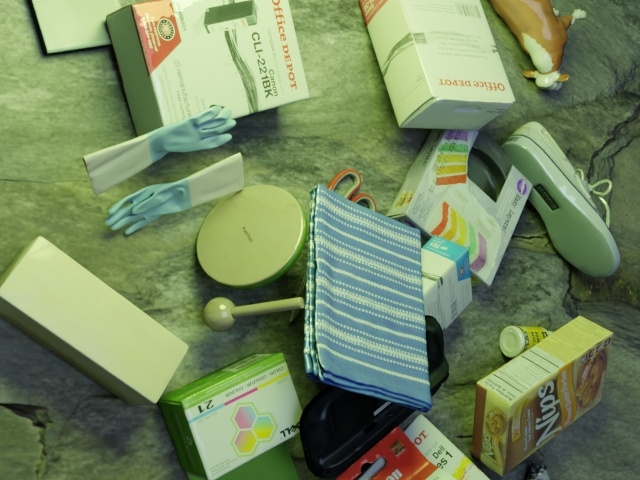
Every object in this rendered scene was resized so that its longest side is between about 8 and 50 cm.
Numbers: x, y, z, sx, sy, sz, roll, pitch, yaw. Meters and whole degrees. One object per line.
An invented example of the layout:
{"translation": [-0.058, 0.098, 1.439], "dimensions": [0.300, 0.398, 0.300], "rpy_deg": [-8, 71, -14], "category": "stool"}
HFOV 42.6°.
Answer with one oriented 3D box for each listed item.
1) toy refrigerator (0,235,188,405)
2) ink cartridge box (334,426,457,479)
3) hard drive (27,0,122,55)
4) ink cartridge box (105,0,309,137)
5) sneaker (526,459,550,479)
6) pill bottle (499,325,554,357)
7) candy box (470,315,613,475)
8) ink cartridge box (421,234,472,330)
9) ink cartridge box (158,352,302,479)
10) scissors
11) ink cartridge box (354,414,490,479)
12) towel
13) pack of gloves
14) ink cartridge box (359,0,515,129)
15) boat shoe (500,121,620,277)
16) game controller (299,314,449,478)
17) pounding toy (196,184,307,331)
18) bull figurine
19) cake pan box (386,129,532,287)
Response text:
{"translation": [-0.333, 0.121, 1.174], "dimensions": [0.269, 0.094, 0.102], "rpy_deg": [41, 58, -22], "category": "toy refrigerator"}
{"translation": [0.141, 0.428, 1.283], "dimensions": [0.189, 0.066, 0.232], "rpy_deg": [-34, 76, -26], "category": "ink cartridge box"}
{"translation": [-0.365, -0.337, 1.248], "dimensions": [0.135, 0.022, 0.094], "rpy_deg": [-18, 94, -33], "category": "hard drive"}
{"translation": [-0.170, -0.287, 1.297], "dimensions": [0.272, 0.114, 0.197], "rpy_deg": [-21, 105, -33], "category": "ink cartridge box"}
{"translation": [0.421, 0.474, 1.641], "dimensions": [0.098, 0.038, 0.069], "rpy_deg": [-4, 85, -42], "category": "sneaker"}
{"translation": [0.423, 0.205, 1.656], "dimensions": [0.116, 0.065, 0.065], "rpy_deg": [5, 82, -32], "category": "pill bottle"}
{"translation": [0.430, 0.295, 1.594], "dimensions": [0.316, 0.087, 0.183], "rpy_deg": [-25, 127, -33], "category": "candy box"}
{"translation": [0.186, 0.106, 1.476], "dimensions": [0.190, 0.082, 0.140], "rpy_deg": [-41, 138, -28], "category": "ink cartridge box"}
{"translation": [-0.114, 0.327, 1.283], "dimensions": [0.188, 0.097, 0.255], "rpy_deg": [-22, 96, -33], "category": "ink cartridge box"}
{"translation": [0.000, 0.000, 1.443], "dimensions": [0.109, 0.021, 0.297], "rpy_deg": [49, 63, -21], "category": "scissors"}
{"translation": [0.191, 0.465, 1.374], "dimensions": [0.278, 0.117, 0.201], "rpy_deg": [43, 59, 14], "category": "ink cartridge box"}
{"translation": [0.080, 0.088, 1.292], "dimensions": [0.243, 0.040, 0.336], "rpy_deg": [22, 54, -32], "category": "towel"}
{"translation": [-0.229, -0.111, 1.221], "dimensions": [0.232, 0.195, 0.046], "rpy_deg": [-24, 59, -18], "category": "pack of gloves"}
{"translation": [0.213, -0.352, 1.518], "dimensions": [0.207, 0.117, 0.283], "rpy_deg": [-3, 70, -33], "category": "ink cartridge box"}
{"translation": [0.526, -0.099, 1.731], "dimensions": [0.367, 0.136, 0.156], "rpy_deg": [49, 58, -7], "category": "boat shoe"}
{"translation": [0.095, 0.254, 1.358], "dimensions": [0.319, 0.067, 0.167], "rpy_deg": [-33, 122, -30], "category": "game controller"}
{"translation": [-0.093, 0.037, 1.310], "dimensions": [0.110, 0.182, 0.237], "rpy_deg": [56, 27, -55], "category": "pounding toy"}
{"translation": [0.459, -0.470, 1.742], "dimensions": [0.310, 0.101, 0.188], "rpy_deg": [51, 58, -19], "category": "bull figurine"}
{"translation": [0.279, -0.081, 1.600], "dimensions": [0.245, 0.070, 0.267], "rpy_deg": [41, 64, -24], "category": "cake pan box"}
